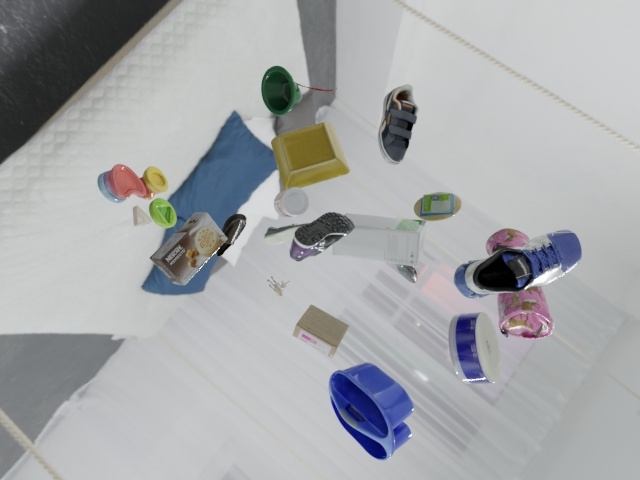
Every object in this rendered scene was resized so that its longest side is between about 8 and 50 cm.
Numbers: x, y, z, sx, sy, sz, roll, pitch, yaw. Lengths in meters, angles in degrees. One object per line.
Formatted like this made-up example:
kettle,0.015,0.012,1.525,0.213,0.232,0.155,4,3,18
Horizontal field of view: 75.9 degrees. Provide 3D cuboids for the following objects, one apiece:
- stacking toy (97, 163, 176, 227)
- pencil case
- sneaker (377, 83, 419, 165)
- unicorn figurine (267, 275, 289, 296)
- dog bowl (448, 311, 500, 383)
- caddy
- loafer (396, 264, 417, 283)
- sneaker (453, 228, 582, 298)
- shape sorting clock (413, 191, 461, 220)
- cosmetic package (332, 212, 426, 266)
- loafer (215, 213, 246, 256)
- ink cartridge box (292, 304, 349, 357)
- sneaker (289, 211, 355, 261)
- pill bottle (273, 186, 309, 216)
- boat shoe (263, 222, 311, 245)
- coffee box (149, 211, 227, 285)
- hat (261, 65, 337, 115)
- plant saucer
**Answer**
stacking toy,-0.745,-0.159,1.668,0.130,0.280,0.309,-23,176,18
pencil case,0.649,0.135,1.360,0.167,0.160,0.386,124,-16,-45
sneaker,0.306,-0.462,1.607,0.127,0.126,0.322,-24,-119,61
unicorn figurine,-0.210,0.226,2.026,0.060,0.111,0.162,-33,-153,17
dog bowl,0.593,0.409,1.571,0.104,0.265,0.265,-15,-165,37
caddy,0.156,0.577,1.404,0.179,0.341,0.242,-14,114,-32
loafer,0.402,0.106,1.937,0.084,0.096,0.267,-52,128,-10
sneaker,0.503,0.069,1.008,0.315,0.128,0.182,-19,173,3
shape sorting clock,0.518,-0.151,1.818,0.206,0.206,0.040,-46,137,-31
cosmetic package,0.251,-0.009,1.756,0.197,0.365,0.155,-42,136,-61
loafer,-0.369,-0.015,1.684,0.080,0.078,0.220,19,119,-41
ink cartridge box,0.004,0.455,2.076,0.193,0.234,0.088,-46,161,-55
sneaker,-0.001,-0.011,1.471,0.283,0.107,0.124,-21,150,-40
pill bottle,-0.132,-0.160,1.754,0.121,0.121,0.216,-50,-165,-10
boat shoe,-0.160,-0.057,2.193,0.116,0.319,0.099,49,36,-46
coffee box,-0.484,0.027,1.520,0.098,0.141,0.247,3,-135,45
hat,-0.095,-0.568,1.576,0.183,0.208,0.173,-24,153,-46
plant saucer,-0.059,-0.431,1.988,0.332,0.333,0.081,-17,154,-1
